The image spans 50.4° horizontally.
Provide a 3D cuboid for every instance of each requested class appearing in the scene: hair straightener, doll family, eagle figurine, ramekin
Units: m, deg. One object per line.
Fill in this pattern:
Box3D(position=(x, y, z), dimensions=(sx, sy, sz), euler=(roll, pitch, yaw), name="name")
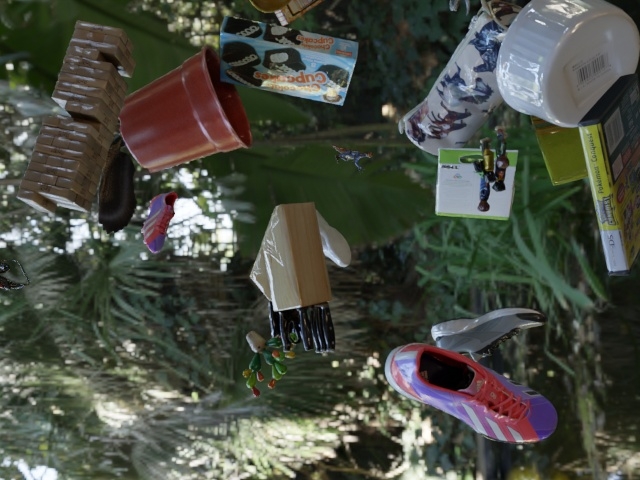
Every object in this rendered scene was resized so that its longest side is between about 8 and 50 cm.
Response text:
Box3D(position=(-0.810, 0.065, 1.618), dimensions=(0.047, 0.231, 0.088), euler=(-139, 66, -69), name="hair straightener")
Box3D(position=(0.353, -0.139, 1.405), dimensions=(0.193, 0.076, 0.111), euler=(65, -155, -53), name="doll family")
Box3D(position=(-0.620, -0.200, 1.901), dimensions=(0.225, 0.226, 0.298), euler=(3, -66, -50), name="eagle figurine")
Box3D(position=(0.517, -0.369, 1.404), dimensions=(0.135, 0.277, 0.277), euler=(-127, 25, -49), name="ramekin")

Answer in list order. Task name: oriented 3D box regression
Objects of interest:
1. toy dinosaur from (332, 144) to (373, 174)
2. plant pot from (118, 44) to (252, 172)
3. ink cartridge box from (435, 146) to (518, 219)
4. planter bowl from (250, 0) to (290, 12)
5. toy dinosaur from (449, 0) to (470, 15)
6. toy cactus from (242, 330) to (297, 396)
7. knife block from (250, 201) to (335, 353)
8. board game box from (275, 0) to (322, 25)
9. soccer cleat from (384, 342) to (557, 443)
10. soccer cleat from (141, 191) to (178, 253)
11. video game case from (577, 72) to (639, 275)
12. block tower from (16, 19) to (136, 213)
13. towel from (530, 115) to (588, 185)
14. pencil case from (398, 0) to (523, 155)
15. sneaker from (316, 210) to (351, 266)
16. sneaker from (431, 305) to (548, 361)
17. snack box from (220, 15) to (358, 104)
Box3D(position=(0.073, -0.193, 1.506), dimensions=(0.047, 0.082, 0.090), euler=(57, -163, -71), name="toy dinosaur")
Box3D(position=(-0.348, -0.311, 1.715), dimensions=(0.272, 0.265, 0.272), euler=(-21, -90, -82), name="plant pot")
Box3D(position=(0.384, -0.168, 1.676), dimensions=(0.255, 0.189, 0.097), euler=(79, -160, -53), name="ink cartridge box")
Box3D(position=(-0.119, -0.593, 1.407), dimensions=(0.217, 0.090, 0.217), euler=(-43, -31, -34), name="planter bowl")
Box3D(position=(0.329, -0.723, 1.637), dimensions=(0.160, 0.121, 0.313), euler=(-110, -1, -52), name="toy dinosaur")
Box3D(position=(-0.171, 0.346, 2.067), dimensions=(0.112, 0.180, 0.219), euler=(20, -71, -53), name="toy cactus")
Box3D(position=(-0.032, 0.091, 1.398), dimensions=(0.242, 0.088, 0.275), euler=(44, 125, 34), name="knife block")
Box3D(position=(-0.053, -0.665, 1.743), dimensions=(0.146, 0.194, 0.045), euler=(59, 164, -20), name="board game box")
Box3D(position=(0.266, 0.256, 1.130), dimensions=(0.116, 0.319, 0.108), euler=(130, 162, -68), name="soccer cleat")
Box3D(position=(-0.526, -0.065, 2.247), dimensions=(0.083, 0.095, 0.248), euler=(51, -156, -40), name="soccer cleat")
Box3D(position=(0.488, -0.114, 1.095), dimensions=(0.275, 0.035, 0.248), euler=(-38, -65, -47), name="video game case")
Box3D(position=(-0.419, -0.210, 1.196), dimensions=(0.091, 0.097, 0.335), euler=(73, -150, -75), name="block tower")
Box3D(position=(0.565, -0.234, 1.592), dimensions=(0.021, 0.102, 0.237), euler=(55, -155, -49), name="towel")
Box3D(position=(0.347, -0.372, 1.599), dimensions=(0.410, 0.184, 0.159), euler=(-54, 11, 45), name="pencil case")
Box3D(position=(0.000, 0.000, 1.966), dimensions=(0.212, 0.094, 0.080), euler=(50, -144, 2), name="sneaker")
Box3D(position=(0.401, 0.222, 1.598), dimensions=(0.100, 0.272, 0.107), euler=(30, -135, -58), name="sneaker")
Box3D(position=(-0.082, -0.435, 1.666), dimensions=(0.187, 0.322, 0.060), euler=(109, 170, -65), name="snack box")
